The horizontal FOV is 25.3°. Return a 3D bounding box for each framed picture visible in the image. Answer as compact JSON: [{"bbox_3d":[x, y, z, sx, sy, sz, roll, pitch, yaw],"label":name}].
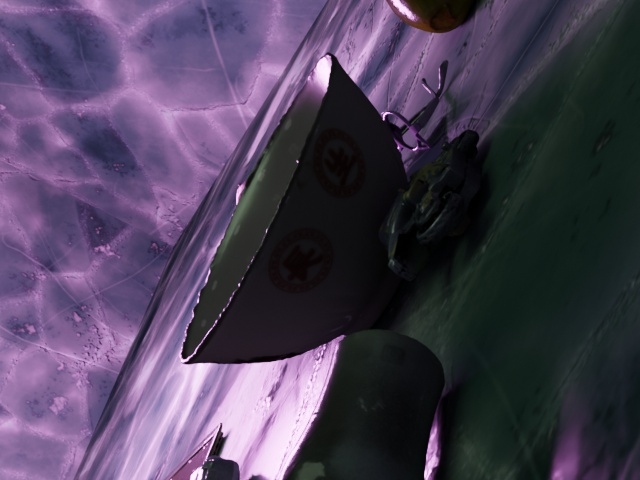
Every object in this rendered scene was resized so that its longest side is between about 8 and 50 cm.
[{"bbox_3d":[-0.206,0.378,1.911,0.274,0.017,0.217,-48,18,56],"label":"framed picture"}]

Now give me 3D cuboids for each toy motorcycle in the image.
[{"bbox_3d":[0.094,-0.025,1.265,0.124,0.061,0.193,-51,8,28],"label":"toy motorcycle"}]

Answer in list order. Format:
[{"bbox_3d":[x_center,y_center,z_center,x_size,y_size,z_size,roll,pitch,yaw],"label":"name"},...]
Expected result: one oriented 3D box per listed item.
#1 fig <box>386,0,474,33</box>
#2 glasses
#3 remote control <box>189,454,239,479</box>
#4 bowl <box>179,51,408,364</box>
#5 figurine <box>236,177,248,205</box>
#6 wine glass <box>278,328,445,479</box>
[{"bbox_3d":[0.135,-0.323,1.706,0.144,0.154,0.166,-33,59,42],"label":"fig"},{"bbox_3d":[0.115,-0.143,1.592,0.104,0.062,0.140,-43,3,-18],"label":"glasses"},{"bbox_3d":[-0.131,0.331,1.540,0.104,0.052,0.247,-59,13,31],"label":"remote control"},{"bbox_3d":[0.000,0.000,1.414,0.337,0.157,0.337,-61,9,17],"label":"bowl"},{"bbox_3d":[-0.045,-0.049,2.006,0.126,0.114,0.157,-22,-2,27],"label":"figurine"},{"bbox_3d":[0.024,0.170,0.992,0.103,0.103,0.231,-54,10,44],"label":"wine glass"}]
